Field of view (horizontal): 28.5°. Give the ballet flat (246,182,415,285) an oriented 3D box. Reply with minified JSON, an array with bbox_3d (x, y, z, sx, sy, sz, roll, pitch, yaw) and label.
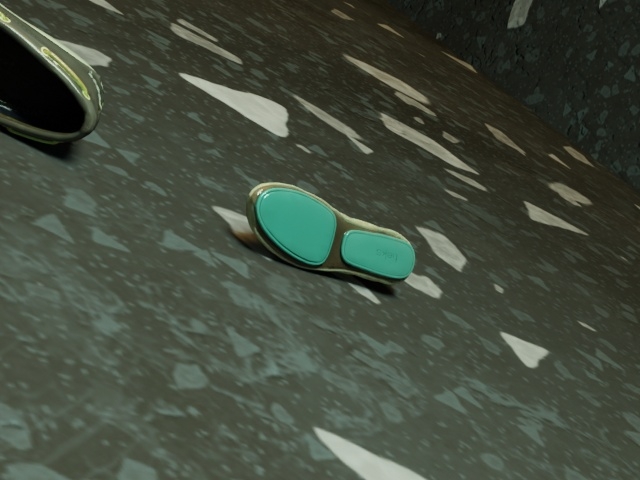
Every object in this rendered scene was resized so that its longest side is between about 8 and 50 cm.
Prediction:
[{"bbox_3d":[0.000,0.000,0.977,0.168,0.057,0.052,24,-11,-34],"label":"ballet flat"}]

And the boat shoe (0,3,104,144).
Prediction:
[{"bbox_3d":[-0.253,-0.141,0.872,0.228,0.081,0.068,28,12,-17],"label":"boat shoe"}]
